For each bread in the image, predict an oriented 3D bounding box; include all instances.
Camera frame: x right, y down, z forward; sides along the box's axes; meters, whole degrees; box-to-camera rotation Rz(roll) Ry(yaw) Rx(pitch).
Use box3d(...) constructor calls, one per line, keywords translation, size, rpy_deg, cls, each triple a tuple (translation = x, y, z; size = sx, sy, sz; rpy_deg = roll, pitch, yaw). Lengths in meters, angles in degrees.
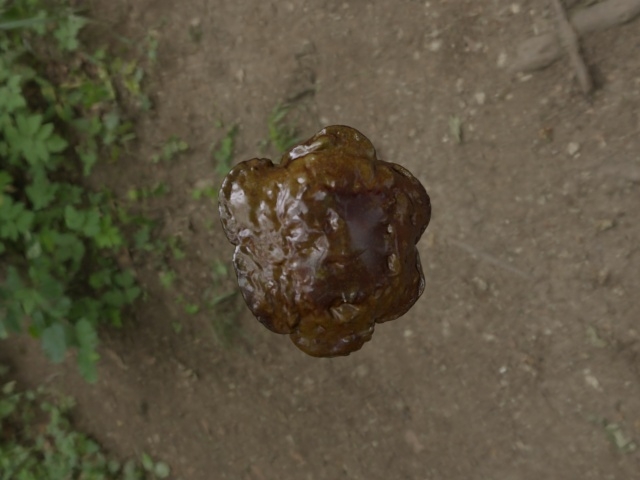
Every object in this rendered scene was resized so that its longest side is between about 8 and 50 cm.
box3d(translation=(0.013, 0.001, 0.904), size=(0.135, 0.232, 0.246), rpy_deg=(-146, 33, -76), cls="bread")
